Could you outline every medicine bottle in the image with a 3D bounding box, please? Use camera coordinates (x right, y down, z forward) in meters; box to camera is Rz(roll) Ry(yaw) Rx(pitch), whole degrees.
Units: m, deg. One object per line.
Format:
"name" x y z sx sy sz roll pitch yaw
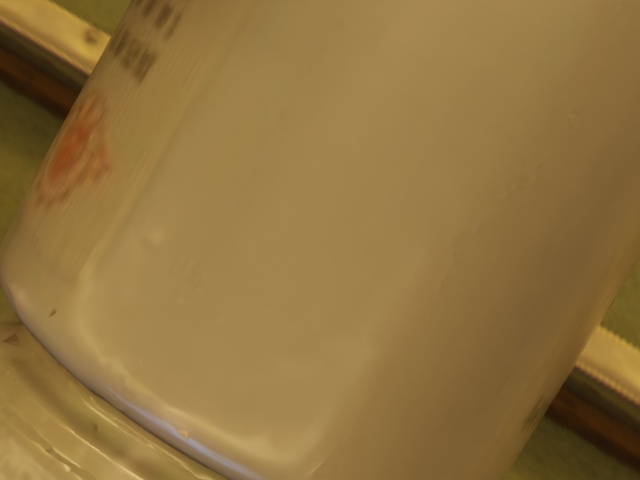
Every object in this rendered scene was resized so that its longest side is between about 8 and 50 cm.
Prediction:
"medicine bottle" 0.000 0.000 0.691 0.211 0.211 0.371 34 99 18
